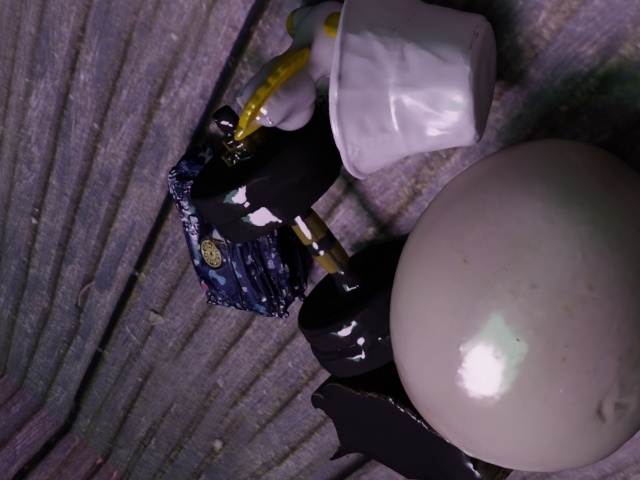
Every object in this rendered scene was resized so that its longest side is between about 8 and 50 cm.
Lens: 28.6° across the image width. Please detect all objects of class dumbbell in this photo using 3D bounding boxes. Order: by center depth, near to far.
[{"bbox_3d":[0.000,0.000,1.465,0.185,0.185,0.388,-8,126,54],"label":"dumbbell"}]

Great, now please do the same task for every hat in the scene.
[{"bbox_3d":[0.095,-0.154,1.179,0.126,0.203,0.203,5,138,20],"label":"hat"}]

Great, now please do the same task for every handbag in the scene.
[{"bbox_3d":[-0.103,-0.006,1.651,0.162,0.113,0.260,13,133,30],"label":"handbag"}]

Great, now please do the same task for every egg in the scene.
[{"bbox_3d":[0.207,0.058,1.198,0.283,0.283,0.345,26,134,25],"label":"egg"}]

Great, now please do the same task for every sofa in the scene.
[{"bbox_3d":[0.146,0.204,1.574,0.258,0.200,0.182,22,135,32],"label":"sofa"}]

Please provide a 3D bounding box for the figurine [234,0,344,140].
[{"bbox_3d":[-0.027,-0.169,1.282,0.109,0.178,0.129,46,178,1],"label":"figurine"}]
